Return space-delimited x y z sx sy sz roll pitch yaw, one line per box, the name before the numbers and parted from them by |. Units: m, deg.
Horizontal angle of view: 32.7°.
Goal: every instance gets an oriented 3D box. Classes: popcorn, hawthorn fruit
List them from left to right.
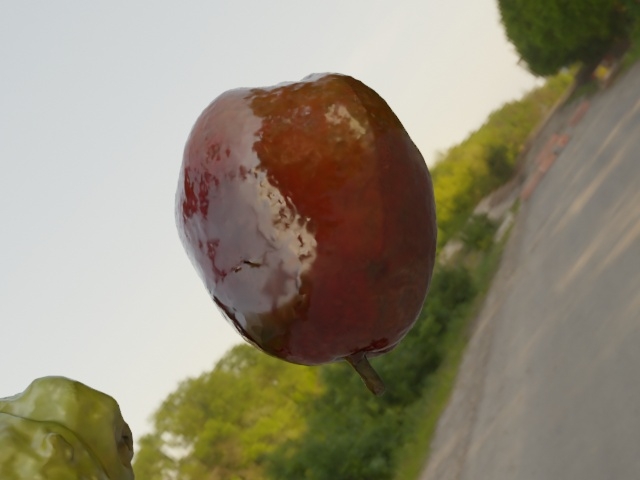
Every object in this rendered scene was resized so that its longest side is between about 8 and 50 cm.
popcorn | -0.327 0.315 1.176 0.312 0.312 0.312 -54 -6 -8
hawthorn fruit | 0.000 0.000 0.881 0.224 0.261 0.224 -15 -25 -7
